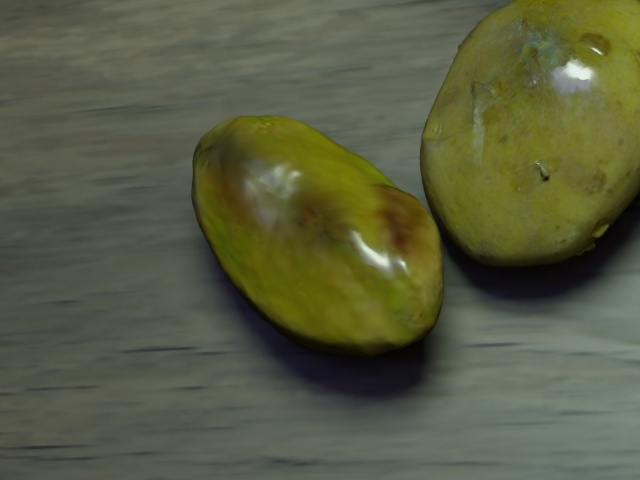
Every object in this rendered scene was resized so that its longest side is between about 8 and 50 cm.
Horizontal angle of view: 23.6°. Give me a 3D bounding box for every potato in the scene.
[{"bbox_3d":[0.130,-0.067,0.861,0.137,0.137,0.176,35,86,24],"label":"potato"}]

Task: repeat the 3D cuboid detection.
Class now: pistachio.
[{"bbox_3d":[0.000,0.004,0.890,0.189,0.100,0.110,37,105,28],"label":"pistachio"}]
